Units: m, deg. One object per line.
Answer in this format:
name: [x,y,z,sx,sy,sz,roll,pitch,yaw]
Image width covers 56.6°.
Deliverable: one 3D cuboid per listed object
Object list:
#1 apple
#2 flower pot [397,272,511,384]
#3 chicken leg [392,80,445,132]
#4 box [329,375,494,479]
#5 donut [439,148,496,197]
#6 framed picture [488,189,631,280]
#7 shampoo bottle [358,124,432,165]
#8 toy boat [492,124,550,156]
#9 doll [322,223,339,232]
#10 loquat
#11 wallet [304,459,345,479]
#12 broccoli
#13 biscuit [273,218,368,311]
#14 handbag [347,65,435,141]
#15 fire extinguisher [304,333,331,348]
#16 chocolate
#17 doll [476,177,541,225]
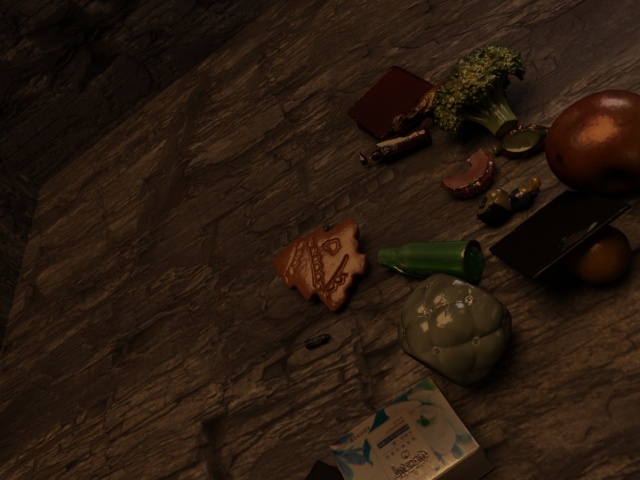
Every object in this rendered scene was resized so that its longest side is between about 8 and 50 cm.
apple: [0.652,-0.213,1.358,0.253,0.253,0.254,-23,44,24]
flower pot: [0.290,0.198,1.309,0.246,0.246,0.195,23,79,48]
chicken leg: [0.334,-0.418,1.883,0.251,0.107,0.087,-30,19,-10]
box: [0.184,0.453,1.246,0.274,0.116,0.203,-35,39,1]
donut: [0.424,-0.173,1.649,0.166,0.065,0.117,-38,38,9]
framed picture: [0.522,-0.023,1.345,0.244,0.013,0.324,-39,8,7]
shampoo bottle: [0.237,-0.300,1.913,0.236,0.067,0.068,-22,65,23]
toy boat: [0.555,-0.271,1.622,0.185,0.071,0.089,-16,90,30]
doll: [0.000,0.000,1.860,0.115,0.078,0.150,6,49,31]
loquat: [0.594,0.027,1.278,0.141,0.141,0.141,-23,44,24]
wallet: [-0.041,0.683,1.309,0.197,0.051,0.378,17,66,48]
broccoli: [0.454,-0.427,1.729,0.260,0.235,0.288,-92,22,-43]
biscuit: [-0.008,0.070,1.750,0.306,0.043,0.284,-1,69,26]
handbag: [0.248,-0.461,2.037,0.260,0.084,0.275,-44,40,0]
fire extinguisher: [-0.003,0.276,1.653,0.083,0.025,0.038,-24,20,23]
chocolate: [0.277,0.049,1.558,0.291,0.110,0.110,1,57,44]
doll: [0.478,-0.106,1.533,0.179,0.102,0.089,-36,79,9]
